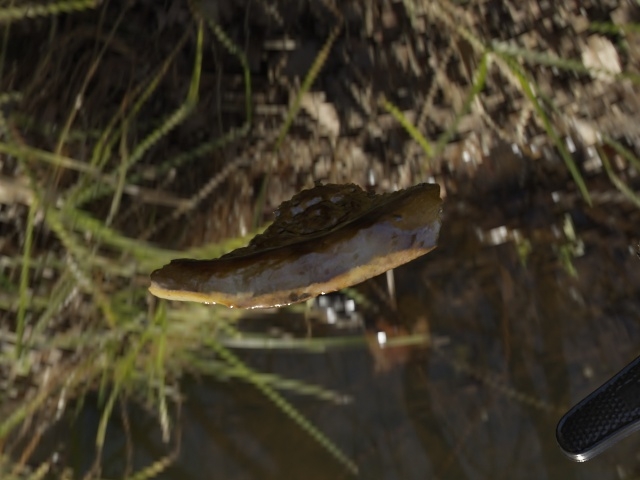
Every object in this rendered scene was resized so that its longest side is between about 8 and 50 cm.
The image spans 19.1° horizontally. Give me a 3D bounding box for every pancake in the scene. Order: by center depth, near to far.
[{"bbox_3d":[0.000,0.000,1.726,0.212,0.257,0.056,7,125,43],"label":"pancake"}]

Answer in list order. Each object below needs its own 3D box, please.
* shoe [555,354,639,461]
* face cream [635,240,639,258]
[{"bbox_3d":[0.266,0.134,1.548,0.159,0.062,0.053,-32,136,6],"label":"shoe"},{"bbox_3d":[0.329,-0.036,1.358,0.177,0.177,0.153,13,105,-7],"label":"face cream"}]
